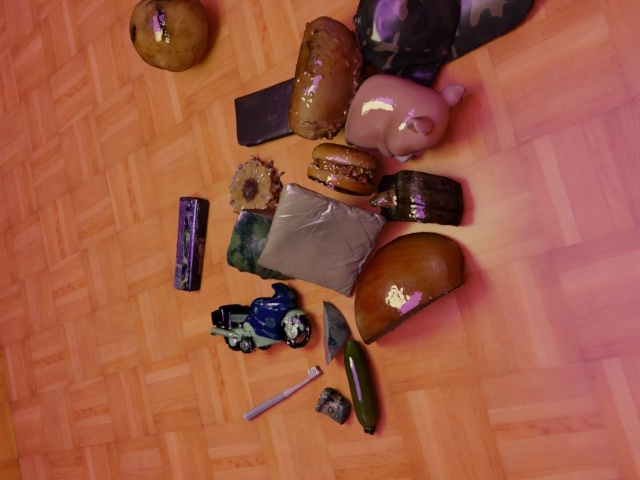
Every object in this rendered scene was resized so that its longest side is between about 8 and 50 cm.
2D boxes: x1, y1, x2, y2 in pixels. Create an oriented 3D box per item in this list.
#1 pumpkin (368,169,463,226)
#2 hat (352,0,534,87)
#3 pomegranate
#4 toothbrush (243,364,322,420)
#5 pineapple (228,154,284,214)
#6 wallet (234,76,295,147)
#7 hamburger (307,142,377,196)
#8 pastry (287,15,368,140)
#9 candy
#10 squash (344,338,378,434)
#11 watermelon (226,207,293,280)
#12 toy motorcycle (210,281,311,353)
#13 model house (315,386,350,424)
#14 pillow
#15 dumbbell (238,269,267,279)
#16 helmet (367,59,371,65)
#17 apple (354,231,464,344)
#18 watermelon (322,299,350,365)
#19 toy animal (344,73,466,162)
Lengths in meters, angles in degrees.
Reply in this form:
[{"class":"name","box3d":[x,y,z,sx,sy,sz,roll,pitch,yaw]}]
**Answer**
[{"class":"pumpkin","box3d":[0.218,-0.104,1.497,0.247,0.126,0.131,4,91,37]},{"class":"hat","box3d":[0.277,-0.578,1.409,0.381,0.257,0.367,-23,79,54]},{"class":"pomegranate","box3d":[-0.473,-0.666,1.931,0.260,0.260,0.261,1,91,36]},{"class":"toothbrush","box3d":[-0.118,0.459,1.814,0.342,0.025,0.030,-40,62,29]},{"class":"pineapple","box3d":[-0.200,-0.155,1.851,0.221,0.047,0.221,0,89,36]},{"class":"wallet","box3d":[-0.125,-0.380,1.793,0.309,0.042,0.166,-11,85,32]},{"class":"hamburger","box3d":[0.061,-0.186,1.575,0.181,0.191,0.118,22,98,14]},{"class":"pastry","box3d":[0.025,-0.404,1.566,0.184,0.284,0.316,10,74,-7]},{"class":"candy","box3d":[-0.428,0.013,2.011,0.088,0.061,0.313,11,98,34]},{"class":"squash","box3d":[0.108,0.389,1.622,0.069,0.069,0.258,-19,79,35]},{"class":"watermelon","box3d":[-0.145,-0.016,1.736,0.213,0.261,0.201,-64,30,23]},{"class":"toy motorcycle","box3d":[-0.171,0.228,1.798,0.331,0.125,0.197,-9,84,32]},{"class":"model house","box3d":[0.039,0.454,1.675,0.083,0.066,0.079,30,109,31]},{"class":"pillow","box3d":[-0.002,0.001,1.591,0.274,0.076,0.281,19,125,-5]},{"class":"dumbbell","box3d":[-0.200,0.083,1.855,0.117,0.046,0.052,16,95,35]},{"class":"helmet","box3d":[0.160,-0.504,1.573,0.089,0.057,0.111,175,99,-78]},{"class":"apple","box3d":[0.196,0.124,1.520,0.179,0.254,0.346,39,123,-18]},{"class":"watermelon","box3d":[0.032,0.253,1.679,0.094,0.081,0.180,-26,57,55]},{"class":"toy animal","box3d":[0.185,-0.287,1.480,0.256,0.195,0.213,26,144,25]}]
